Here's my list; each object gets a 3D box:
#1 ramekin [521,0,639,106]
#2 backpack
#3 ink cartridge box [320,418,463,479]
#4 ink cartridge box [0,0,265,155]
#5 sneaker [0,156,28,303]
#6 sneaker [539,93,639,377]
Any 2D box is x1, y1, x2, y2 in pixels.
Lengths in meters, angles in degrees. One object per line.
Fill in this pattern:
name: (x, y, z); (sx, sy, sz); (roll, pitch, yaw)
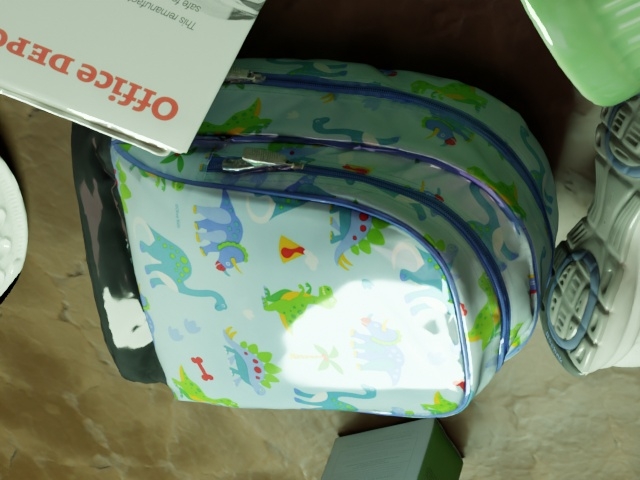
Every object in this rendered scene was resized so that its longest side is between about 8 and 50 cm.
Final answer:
ramekin: (0.177, -0.241, 0.868); (0.148, 0.303, 0.303); (-19, 119, 22)
backpack: (0.000, 0.000, 1.172); (0.355, 0.273, 0.290); (-2, 120, 6)
ink cartridge box: (0.045, 0.254, 1.360); (0.109, 0.209, 0.062); (-16, 120, 29)
ink cartridge box: (-0.125, -0.218, 0.994); (0.197, 0.114, 0.273); (21, 106, -30)
sneaker: (-0.401, -0.080, 1.330); (0.236, 0.130, 0.323); (24, 154, 30)
sneaker: (0.263, -0.030, 1.140); (0.129, 0.111, 0.297); (4, 125, -24)
